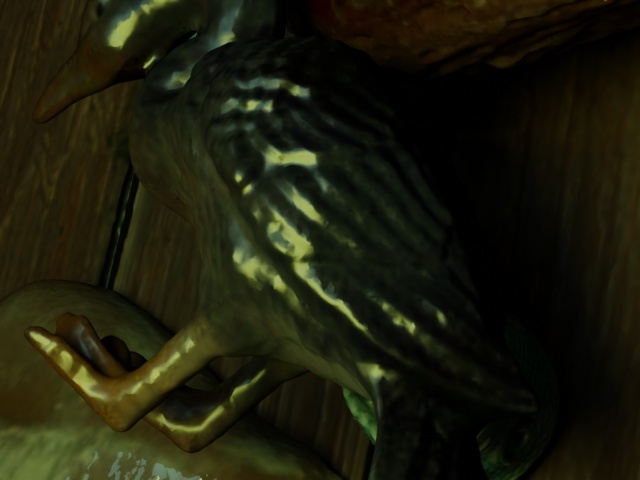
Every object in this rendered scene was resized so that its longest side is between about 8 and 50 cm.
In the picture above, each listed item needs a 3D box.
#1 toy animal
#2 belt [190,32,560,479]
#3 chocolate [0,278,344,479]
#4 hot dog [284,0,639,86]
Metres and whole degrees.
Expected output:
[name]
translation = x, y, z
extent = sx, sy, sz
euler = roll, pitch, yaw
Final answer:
[toy animal]
translation = -0.021, 0.006, 0.697
extent = 0.298, 0.122, 0.185
euler = 40, 92, 36
[belt]
translation = 0.000, 0.000, 0.806
extent = 0.087, 0.072, 0.302
euler = -48, 51, 10
[chocolate]
translation = -0.122, 0.114, 0.852
extent = 0.261, 0.083, 0.161
euler = 31, 91, 41
[hot dog]
translation = 0.113, -0.210, 0.732
extent = 0.387, 0.174, 0.267
euler = -14, 74, 33
